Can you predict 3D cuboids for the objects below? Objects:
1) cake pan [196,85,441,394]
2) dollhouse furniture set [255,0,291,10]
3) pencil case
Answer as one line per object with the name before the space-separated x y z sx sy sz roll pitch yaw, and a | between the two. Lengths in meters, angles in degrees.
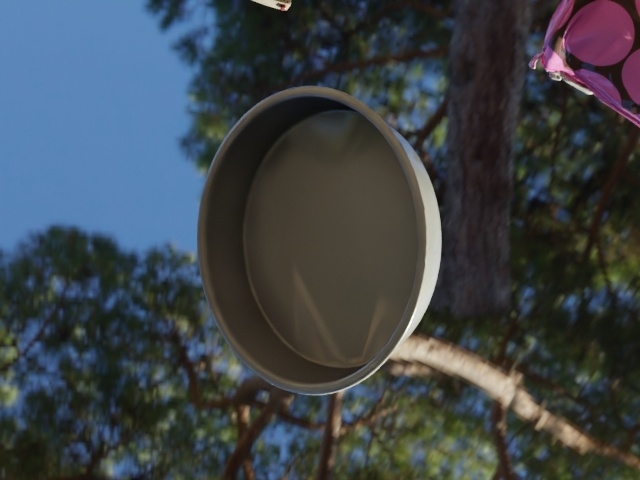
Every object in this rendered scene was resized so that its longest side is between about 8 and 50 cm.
cake pan | 0.000 0.000 1.453 0.054 0.293 0.293 -1 -129 -49
dollhouse furniture set | 0.021 -0.310 1.574 0.183 0.129 0.129 18 -126 -21
pencil case | 0.258 -0.110 1.092 0.209 0.095 0.098 36 -88 4
